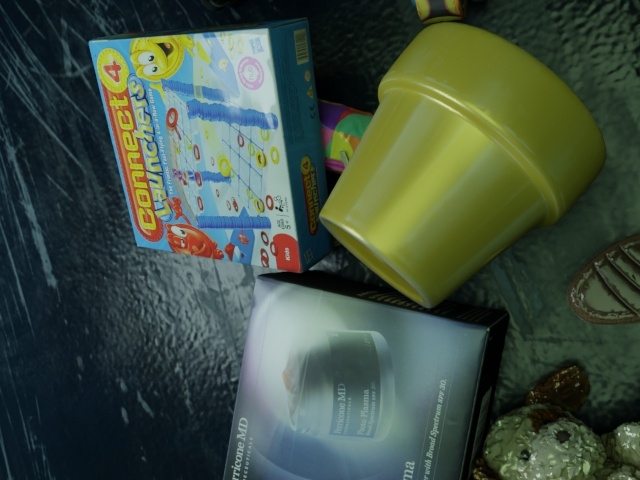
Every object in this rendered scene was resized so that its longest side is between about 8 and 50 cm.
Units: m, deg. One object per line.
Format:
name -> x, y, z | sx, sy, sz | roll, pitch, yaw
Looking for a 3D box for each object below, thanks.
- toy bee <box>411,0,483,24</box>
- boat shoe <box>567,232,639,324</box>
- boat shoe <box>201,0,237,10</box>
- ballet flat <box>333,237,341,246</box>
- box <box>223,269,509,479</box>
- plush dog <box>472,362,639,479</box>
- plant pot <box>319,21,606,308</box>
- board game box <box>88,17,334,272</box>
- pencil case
toy bee -> 0.161, -0.332, 0.793 | 0.195, 0.162, 0.298 | -24, 81, 19
boat shoe -> 0.403, 0.025, 0.724 | 0.258, 0.095, 0.095 | -26, 72, 13
boat shoe -> -0.161, -0.400, 0.954 | 0.340, 0.127, 0.113 | 23, 128, 13
ballet flat -> 0.000, 0.000, 0.922 | 0.114, 0.041, 0.041 | -29, 79, 20
box -> 0.056, 0.210, 0.824 | 0.294, 0.183, 0.296 | 10, 94, 23
plush dog -> 0.296, 0.271, 0.734 | 0.225, 0.262, 0.210 | 29, 142, 31
plant pot -> 0.134, -0.066, 0.721 | 0.254, 0.254, 0.239 | 39, 85, 18
board game box -> -0.145, -0.127, 0.873 | 0.302, 0.086, 0.308 | 7, 116, 31
pencil case -> -0.010, -0.147, 0.892 | 0.236, 0.104, 0.104 | 20, 97, 24
